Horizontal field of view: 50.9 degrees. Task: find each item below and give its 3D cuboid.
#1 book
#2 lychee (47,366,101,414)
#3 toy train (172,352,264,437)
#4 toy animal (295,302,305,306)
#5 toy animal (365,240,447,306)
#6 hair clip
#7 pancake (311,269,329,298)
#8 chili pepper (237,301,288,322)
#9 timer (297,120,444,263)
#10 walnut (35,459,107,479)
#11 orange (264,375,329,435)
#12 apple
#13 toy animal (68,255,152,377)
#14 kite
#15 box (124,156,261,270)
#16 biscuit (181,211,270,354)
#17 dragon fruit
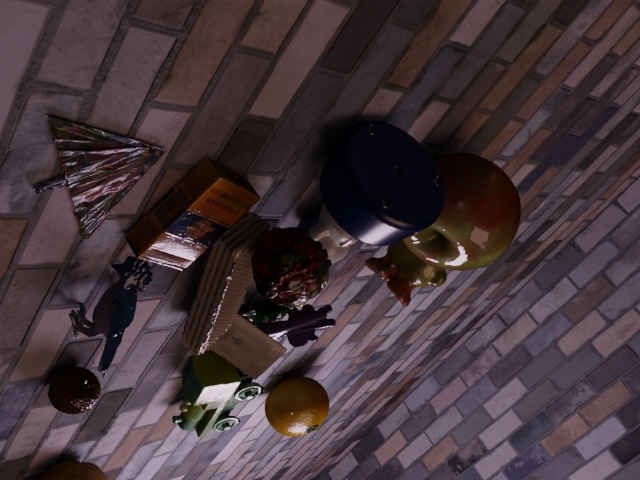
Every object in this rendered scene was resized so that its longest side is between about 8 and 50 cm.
[{"bbox_3d":[-0.210,0.299,1.891,0.138,0.016,0.199,-44,116,10],"label":"book"},{"bbox_3d":[-0.579,0.353,1.582,0.147,0.114,0.114,-31,159,32],"label":"lychee"},{"bbox_3d":[-0.330,0.477,2.044,0.237,0.150,0.368,-1,138,-36],"label":"toy train"},{"bbox_3d":[-0.083,0.139,1.839,0.082,0.091,0.114,-3,143,-25],"label":"toy animal"},{"bbox_3d":[0.316,0.026,2.007,0.338,0.216,0.191,-40,180,2],"label":"toy animal"},{"bbox_3d":[-0.098,0.249,1.959,0.279,0.137,0.090,-9,143,-7],"label":"hair clip"},{"bbox_3d":[-0.029,0.133,1.953,0.140,0.022,0.139,-28,153,-15],"label":"pancake"},{"bbox_3d":[-0.158,0.196,1.827,0.098,0.060,0.224,2,180,19],"label":"chili pepper"},{"bbox_3d":[0.067,-0.064,1.550,0.271,0.270,0.383,-11,160,-40],"label":"timer"},{"bbox_3d":[-0.725,0.731,1.951,0.195,0.195,0.221,-36,146,0],"label":"walnut"},{"bbox_3d":[-0.086,0.603,2.445,0.236,0.236,0.236,-27,152,-16],"label":"orange"},{"bbox_3d":[0.362,-0.081,1.761,0.277,0.319,0.319,-56,164,-29],"label":"apple"},{"bbox_3d":[-0.427,0.162,1.399,0.177,0.239,0.255,-6,106,1],"label":"toy animal"},{"bbox_3d":[-0.375,-0.117,1.161,0.234,0.016,0.321,-25,152,-23],"label":"kite"},{"bbox_3d":[-0.255,-0.047,1.353,0.237,0.070,0.152,-40,153,13],"label":"box"},{"bbox_3d":[-0.229,0.112,1.595,0.144,0.078,0.426,-40,164,-44],"label":"biscuit"},{"bbox_3d":[-0.065,0.058,1.469,0.182,0.182,0.189,-41,129,11],"label":"dragon fruit"}]
